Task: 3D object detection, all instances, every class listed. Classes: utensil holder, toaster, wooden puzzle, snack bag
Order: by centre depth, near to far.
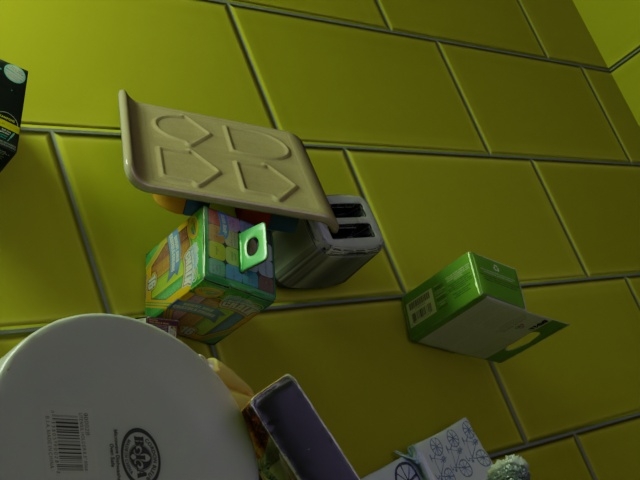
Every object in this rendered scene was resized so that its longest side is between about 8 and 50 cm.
[{"bbox_3d":[-0.293,0.294,1.130,0.327,0.385,0.327,26,46,-30],"label":"utensil holder"},{"bbox_3d":[-0.161,-0.114,1.708,0.348,0.080,0.322,14,25,-20],"label":"wooden puzzle"},{"bbox_3d":[0.220,0.483,1.754,0.342,0.037,0.323,-13,70,-46],"label":"snack bag"},{"bbox_3d":[0.000,0.000,1.828,0.227,0.146,0.129,-2,62,-45],"label":"toaster"}]

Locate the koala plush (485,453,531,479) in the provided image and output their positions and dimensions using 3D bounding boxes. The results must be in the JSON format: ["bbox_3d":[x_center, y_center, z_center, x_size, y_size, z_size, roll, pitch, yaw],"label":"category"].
[{"bbox_3d":[0.265,0.446,1.628,0.203,0.221,0.196,9,57,-34],"label":"koala plush"}]

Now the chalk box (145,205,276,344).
[{"bbox_3d":[-0.155,0.045,1.588,0.132,0.213,0.132,21,48,-33],"label":"chalk box"}]

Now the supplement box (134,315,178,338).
[{"bbox_3d":[-0.242,0.155,1.536,0.055,0.043,0.083,12,76,-38],"label":"supplement box"}]

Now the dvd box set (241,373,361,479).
[{"bbox_3d":[-0.016,0.340,1.256,0.062,0.420,0.307,-30,81,-21],"label":"dvd box set"}]

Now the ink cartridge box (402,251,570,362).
[{"bbox_3d":[0.312,0.135,2.000,0.255,0.189,0.097,18,48,-37],"label":"ink cartridge box"}]

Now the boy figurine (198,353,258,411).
[{"bbox_3d":[-0.155,0.258,1.514,0.285,0.092,0.177,17,73,-33],"label":"boy figurine"}]

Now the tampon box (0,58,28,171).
[{"bbox_3d":[-0.500,-0.181,1.509,0.120,0.101,0.161,22,48,-33],"label":"tampon box"}]
